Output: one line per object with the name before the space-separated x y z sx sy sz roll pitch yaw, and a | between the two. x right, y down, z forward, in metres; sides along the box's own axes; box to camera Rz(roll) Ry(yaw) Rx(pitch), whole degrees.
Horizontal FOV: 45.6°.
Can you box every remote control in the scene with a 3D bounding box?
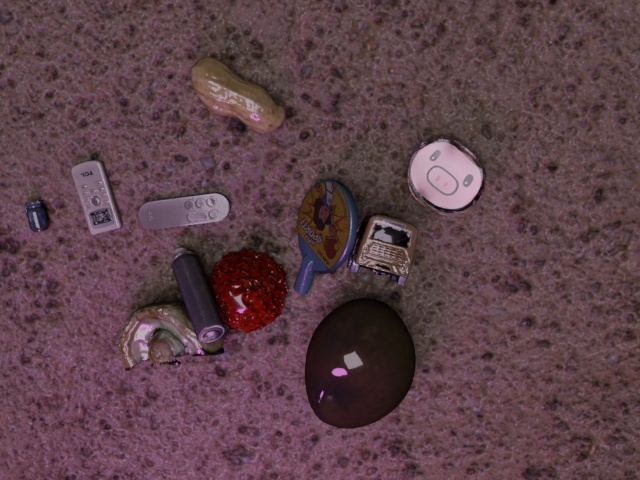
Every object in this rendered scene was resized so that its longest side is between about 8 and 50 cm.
remote control | -0.355 -0.076 1.987 0.245 0.022 0.077 -7 99 6
remote control | -0.588 -0.115 1.997 0.088 0.029 0.190 -13 99 7

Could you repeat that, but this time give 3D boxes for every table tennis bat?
table tennis bat | 0.000 0.000 1.908 0.215 0.044 0.329 50 130 38

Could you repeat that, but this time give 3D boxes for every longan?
longan | 0.097 0.314 1.906 0.288 0.288 0.350 13 113 2

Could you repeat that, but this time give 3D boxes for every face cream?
face cream | -0.316 0.128 1.924 0.073 0.073 0.283 -36 53 11

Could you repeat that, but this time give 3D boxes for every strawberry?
strawberry | -0.209 0.143 1.944 0.234 0.178 0.234 1 96 10

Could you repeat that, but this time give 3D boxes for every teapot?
teapot | -0.751 -0.066 2.018 0.049 0.063 0.083 -14 98 -24

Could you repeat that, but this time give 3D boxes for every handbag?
handbag | 0.306 -0.152 1.865 0.205 0.116 0.179 37 101 -2

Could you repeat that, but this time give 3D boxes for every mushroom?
mushroom | -0.382 0.237 1.975 0.267 0.189 0.164 -12 87 31

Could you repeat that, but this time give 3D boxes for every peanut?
peanut | -0.209 -0.350 1.876 0.257 0.123 0.123 34 102 -6

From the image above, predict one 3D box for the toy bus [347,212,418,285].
toy bus | 0.149 0.013 1.830 0.139 0.289 0.157 16 91 1
